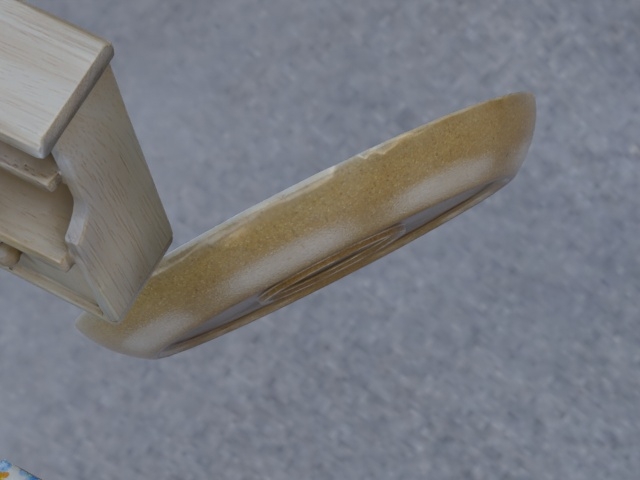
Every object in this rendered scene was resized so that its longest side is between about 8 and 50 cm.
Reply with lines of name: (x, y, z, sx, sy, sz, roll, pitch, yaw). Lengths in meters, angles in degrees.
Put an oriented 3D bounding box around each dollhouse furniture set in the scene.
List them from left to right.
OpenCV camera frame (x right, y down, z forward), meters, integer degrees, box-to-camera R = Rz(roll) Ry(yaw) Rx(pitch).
dollhouse furniture set: (-0.163, 0.045, 0.576, 0.212, 0.161, 0.242, 25, 71, 15)

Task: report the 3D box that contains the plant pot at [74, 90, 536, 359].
plant pot: (0.000, 0.000, 0.796, 0.236, 0.236, 0.032, -30, 84, 25)
